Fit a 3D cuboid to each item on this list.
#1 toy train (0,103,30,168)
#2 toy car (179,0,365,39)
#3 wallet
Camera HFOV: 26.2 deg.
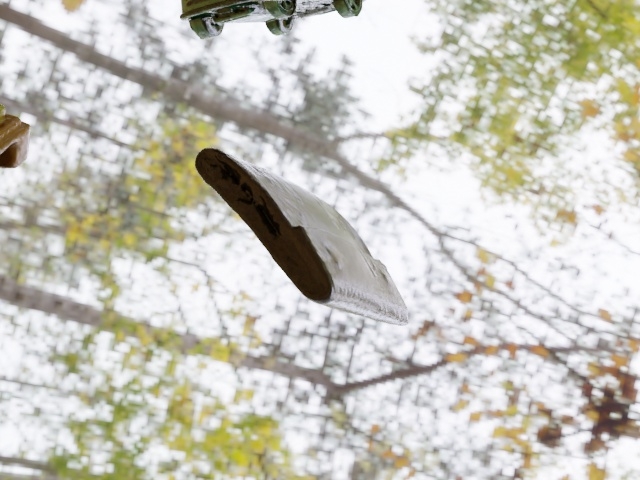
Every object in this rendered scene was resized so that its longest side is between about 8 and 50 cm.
[{"bbox_3d":[-0.177,-0.035,0.496,0.089,0.219,0.127,14,-65,8],"label":"toy train"},{"bbox_3d":[-0.060,-0.335,1.784,0.136,0.306,0.125,-9,-85,33],"label":"toy car"},{"bbox_3d":[0.000,0.000,1.259,0.044,0.321,0.170,-43,-106,9],"label":"wallet"}]
